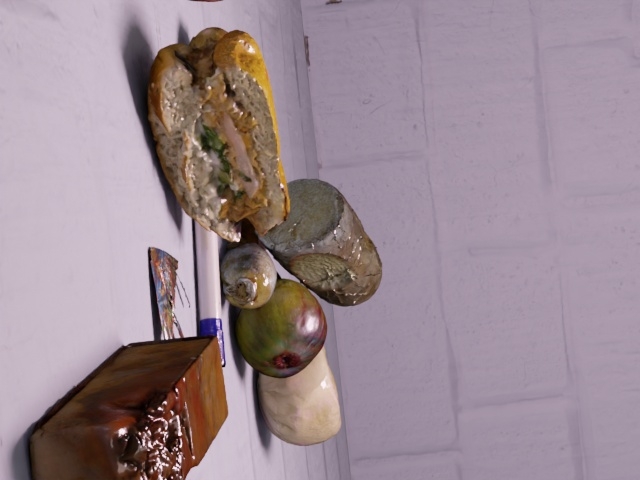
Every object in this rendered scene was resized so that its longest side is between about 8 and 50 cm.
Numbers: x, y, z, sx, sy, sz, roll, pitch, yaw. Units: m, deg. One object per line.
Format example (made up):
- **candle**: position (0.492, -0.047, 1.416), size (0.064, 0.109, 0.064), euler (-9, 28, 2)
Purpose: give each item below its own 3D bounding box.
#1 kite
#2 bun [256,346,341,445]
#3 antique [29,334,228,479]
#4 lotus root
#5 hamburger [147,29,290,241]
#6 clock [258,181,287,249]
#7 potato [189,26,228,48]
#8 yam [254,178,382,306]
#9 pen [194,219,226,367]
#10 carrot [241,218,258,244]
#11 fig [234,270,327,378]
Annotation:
- **kite**: position (-0.171, 0.069, 1.332), size (0.183, 0.010, 0.160), euler (-94, 172, -52)
- **bun**: position (-0.042, 0.239, 1.939), size (0.193, 0.128, 0.178), euler (-107, -175, -48)
- **antique**: position (-0.152, 0.155, 1.000), size (0.310, 0.093, 0.087), euler (-54, 138, -81)
- **lotus root**: position (-0.105, 0.046, 1.711), size (0.165, 0.088, 0.088), euler (-113, -166, -66)
- **hamburger**: position (-0.122, -0.131, 1.399), size (0.283, 0.144, 0.156), euler (81, -4, -46)
- **clock**: position (-0.090, -0.068, 1.922), size (0.162, 0.093, 0.166), euler (-87, 169, -76)
- **potato**: position (-0.140, -0.206, 1.588), size (0.107, 0.080, 0.170), euler (92, -3, -70)
- **yam**: position (0.000, 0.000, 1.804), size (0.254, 0.154, 0.154), euler (46, 37, -62)
- **pen**: position (-0.145, 0.031, 1.530), size (0.033, 0.033, 0.269), euler (66, 19, -74)
- **carrot**: position (-0.126, -0.066, 1.816), size (0.042, 0.042, 0.171), euler (-61, 141, -81)
- **fig**: position (-0.070, 0.096, 1.817), size (0.245, 0.149, 0.149), euler (-107, -175, -48)
